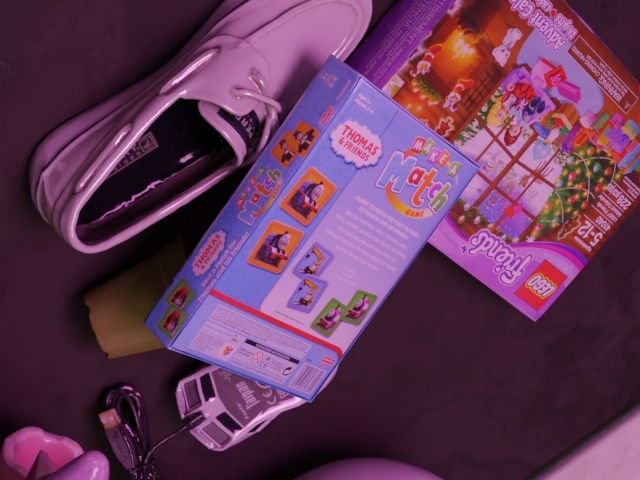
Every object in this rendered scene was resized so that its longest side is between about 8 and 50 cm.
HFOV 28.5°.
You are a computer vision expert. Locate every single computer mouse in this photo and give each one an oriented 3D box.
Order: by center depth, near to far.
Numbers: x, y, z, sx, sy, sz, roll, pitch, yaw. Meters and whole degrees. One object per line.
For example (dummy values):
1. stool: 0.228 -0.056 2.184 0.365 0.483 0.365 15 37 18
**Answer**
1. computer mouse: -0.072 0.125 0.972 0.193 0.042 0.106 -29 85 -19

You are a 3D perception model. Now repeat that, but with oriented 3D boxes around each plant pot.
1. plant pot: -0.122 0.047 0.891 0.079 0.083 0.083 -20 128 -4

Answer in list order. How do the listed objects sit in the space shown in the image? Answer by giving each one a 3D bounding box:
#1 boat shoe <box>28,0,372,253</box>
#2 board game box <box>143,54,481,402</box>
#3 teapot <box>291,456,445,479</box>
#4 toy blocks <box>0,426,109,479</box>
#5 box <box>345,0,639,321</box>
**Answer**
1. boat shoe: -0.067 -0.087 0.824 0.267 0.088 0.096 -33 130 -9
2. board game box: 0.000 0.000 0.855 0.211 0.039 0.160 -54 140 6
3. teapot: 0.006 0.292 1.056 0.252 0.187 0.256 -24 115 -50
4. toy blocks: -0.174 0.222 0.784 0.309 0.288 0.260 24 110 -17
5. box: 0.142 -0.080 0.974 0.201 0.057 0.293 -50 131 7
